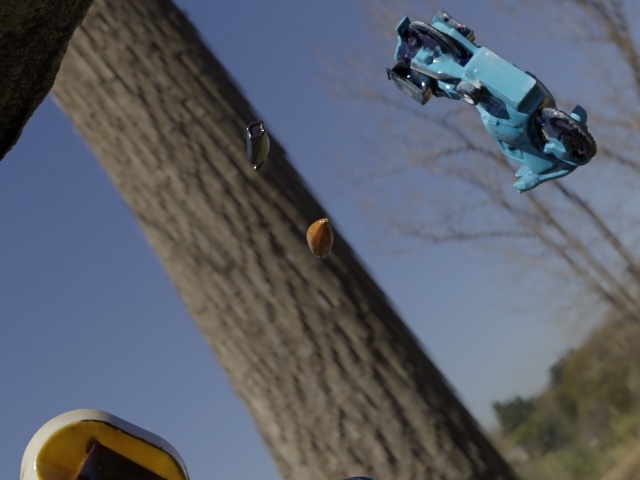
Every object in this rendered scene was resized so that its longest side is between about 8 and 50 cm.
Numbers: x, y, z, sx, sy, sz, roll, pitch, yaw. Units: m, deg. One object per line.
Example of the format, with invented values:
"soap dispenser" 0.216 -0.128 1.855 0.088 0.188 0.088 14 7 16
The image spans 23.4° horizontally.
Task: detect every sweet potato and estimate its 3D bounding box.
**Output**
"sweet potato" 0.000 0.000 1.947 0.034 0.034 0.095 -37 -25 -20

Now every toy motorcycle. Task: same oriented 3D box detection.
"toy motorcycle" 0.202 -0.157 1.758 0.124 0.272 0.182 -50 -18 -10

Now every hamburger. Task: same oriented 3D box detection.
"hamburger" -0.256 0.297 1.836 0.173 0.210 0.116 -69 11 -21

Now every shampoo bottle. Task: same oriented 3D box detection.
"shampoo bottle" -0.093 -0.140 2.280 0.048 0.027 0.137 -59 -8 -14

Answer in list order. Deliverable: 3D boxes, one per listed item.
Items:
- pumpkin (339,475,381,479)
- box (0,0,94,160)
"pumpkin" 0.065 0.344 1.661 0.150 0.194 0.194 -50 -11 -10
"box" -0.407 -0.216 1.404 0.359 0.091 0.350 11 -38 -24
